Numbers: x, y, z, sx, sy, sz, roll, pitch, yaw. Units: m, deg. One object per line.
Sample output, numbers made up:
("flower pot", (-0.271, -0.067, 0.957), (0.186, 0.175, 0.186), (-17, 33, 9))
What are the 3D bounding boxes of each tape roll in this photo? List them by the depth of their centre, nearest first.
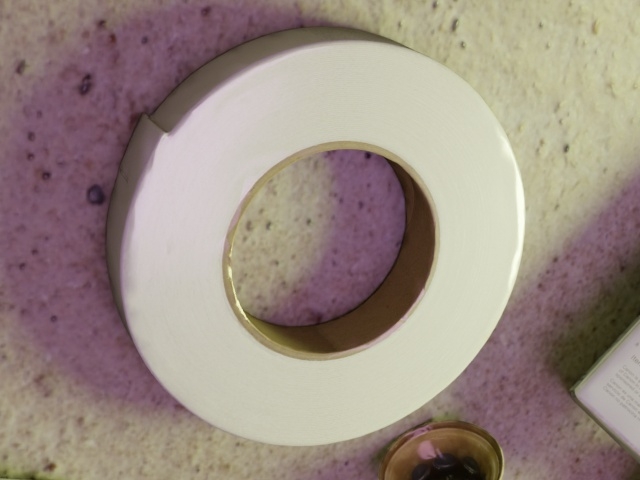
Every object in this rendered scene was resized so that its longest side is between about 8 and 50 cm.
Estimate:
("tape roll", (0.000, 0.000, 1.245), (0.392, 0.072, 0.392), (-8, 112, -19))

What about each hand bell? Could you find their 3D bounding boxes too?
("hand bell", (0.148, 0.311, 1.415), (0.126, 0.126, 0.242), (-27, 130, -10))

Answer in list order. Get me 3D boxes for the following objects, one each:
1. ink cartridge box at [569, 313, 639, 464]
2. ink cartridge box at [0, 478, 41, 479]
("ink cartridge box", (0.433, 0.119, 1.369), (0.226, 0.131, 0.306), (44, 89, 10))
("ink cartridge box", (-0.376, 0.341, 1.170), (0.307, 0.072, 0.304), (17, 104, -46))
